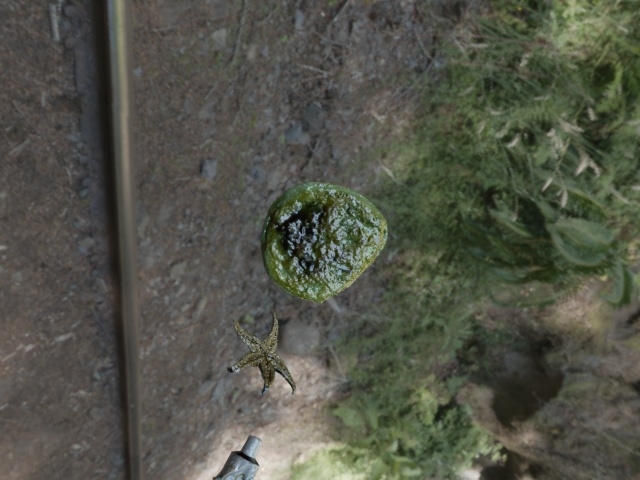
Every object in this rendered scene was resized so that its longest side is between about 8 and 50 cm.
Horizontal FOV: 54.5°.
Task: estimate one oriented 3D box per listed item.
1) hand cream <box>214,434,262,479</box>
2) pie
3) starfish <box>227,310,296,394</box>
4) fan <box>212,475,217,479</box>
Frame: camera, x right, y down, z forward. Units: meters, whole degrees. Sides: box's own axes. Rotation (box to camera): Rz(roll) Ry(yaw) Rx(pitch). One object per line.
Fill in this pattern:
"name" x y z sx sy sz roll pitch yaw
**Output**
"hand cream" -0.172 0.424 0.987 0.257 0.084 0.050 -53 -158 -7
"pie" 0.000 0.000 1.525 0.323 0.323 0.070 -55 -162 14
"starfish" -0.133 0.271 1.492 0.057 0.213 0.238 -39 -160 32
"fan" -0.245 0.692 1.803 0.082 0.039 0.155 -23 159 27
